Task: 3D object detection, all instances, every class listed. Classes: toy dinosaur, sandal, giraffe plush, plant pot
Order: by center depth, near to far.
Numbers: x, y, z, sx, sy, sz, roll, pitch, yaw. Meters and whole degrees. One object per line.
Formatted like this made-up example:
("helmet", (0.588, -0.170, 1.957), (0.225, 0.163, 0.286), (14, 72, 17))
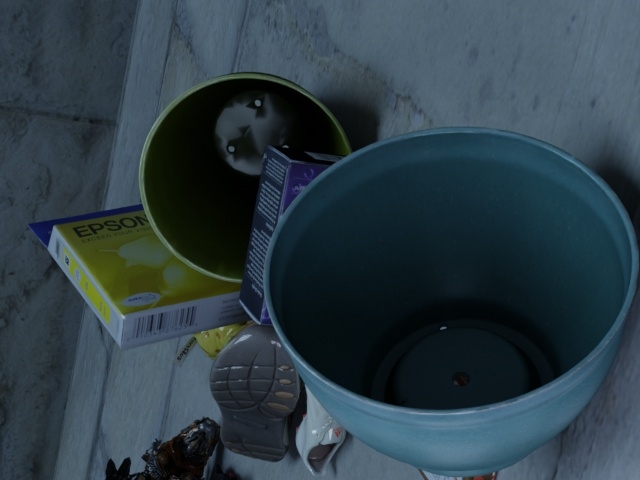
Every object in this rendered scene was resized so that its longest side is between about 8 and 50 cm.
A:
("plant pot", (0.112, 0.076, 1.089), (0.196, 0.293, 0.293), (78, -179, -48))
("plant pot", (-0.094, -0.117, 1.780), (0.293, 0.275, 0.274), (-93, 15, -73))
("giraffe plush", (-0.118, 0.130, 1.901), (0.170, 0.181, 0.210), (34, 104, 45))
("sandal", (-0.153, 0.393, 2.053), (0.179, 0.040, 0.067), (156, 127, -78))
("toy dinosaur", (-0.276, 0.434, 2.134), (0.218, 0.164, 0.321), (84, -155, -88))

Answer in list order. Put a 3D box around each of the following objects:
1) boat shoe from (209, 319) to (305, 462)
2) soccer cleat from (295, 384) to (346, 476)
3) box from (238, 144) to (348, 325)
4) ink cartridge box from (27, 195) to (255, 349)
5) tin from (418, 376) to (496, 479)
("boat shoe", (-0.076, 0.179, 1.726), (0.324, 0.123, 0.116), (104, -175, -57))
("soccer cleat", (0.011, 0.209, 1.619), (0.076, 0.068, 0.196), (-113, 27, -47))
("box", (0.000, 0.000, 1.579), (0.108, 0.153, 0.207), (-141, 59, -67))
("ink cartridge box", (-0.205, 0.012, 1.803), (0.307, 0.304, 0.072), (47, 136, 39))
("tin", (0.127, 0.195, 1.324), (0.189, 0.040, 0.106), (-128, 44, -64))
